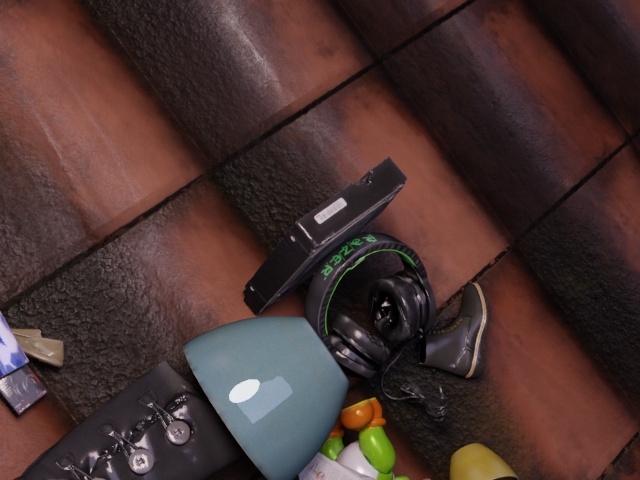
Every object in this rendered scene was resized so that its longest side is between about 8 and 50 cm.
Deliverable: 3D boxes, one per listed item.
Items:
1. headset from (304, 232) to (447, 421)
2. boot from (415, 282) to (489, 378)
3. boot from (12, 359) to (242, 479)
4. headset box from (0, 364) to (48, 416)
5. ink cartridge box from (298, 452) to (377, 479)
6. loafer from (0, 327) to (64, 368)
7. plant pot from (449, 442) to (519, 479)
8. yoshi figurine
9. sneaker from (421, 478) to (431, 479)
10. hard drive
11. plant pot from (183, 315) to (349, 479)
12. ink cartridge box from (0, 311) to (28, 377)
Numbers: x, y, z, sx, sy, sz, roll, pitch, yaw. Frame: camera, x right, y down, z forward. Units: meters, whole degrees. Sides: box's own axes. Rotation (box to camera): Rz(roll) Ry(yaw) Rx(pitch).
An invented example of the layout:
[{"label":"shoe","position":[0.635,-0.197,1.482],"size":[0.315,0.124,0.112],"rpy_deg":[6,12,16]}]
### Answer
[{"label":"headset","position":[0.124,0.171,1.831],"size":[0.243,0.185,0.394],"rpy_deg":[-37,130,-16]},{"label":"boot","position":[0.266,0.173,2.030],"size":[0.137,0.077,0.197],"rpy_deg":[12,67,-18]},{"label":"boot","position":[-0.297,0.448,1.577],"size":[0.445,0.146,0.367],"rpy_deg":[-34,84,-40]},{"label":"headset box","position":[-0.500,0.238,1.641],"size":[0.062,0.032,0.083],"rpy_deg":[-40,95,-31]},{"label":"ink cartridge box","position":[0.022,0.477,1.707],"size":[0.066,0.232,0.189],"rpy_deg":[23,92,-48]},{"label":"loafer","position":[-0.493,0.168,1.658],"size":[0.148,0.056,0.050],"rpy_deg":[29,60,-25]},{"label":"plant pot","position":[0.303,0.451,1.932],"size":[0.134,0.134,0.095],"rpy_deg":[-3,50,-28]},{"label":"yoshi figurine","position":[0.071,0.478,1.770],"size":[0.203,0.203,0.362],"rpy_deg":[-18,84,-14]},{"label":"sneaker","position":[0.202,0.518,1.900],"size":[0.057,0.047,0.119],"rpy_deg":[36,62,-25]},{"label":"hard drive","position":[0.000,0.000,1.792],"size":[0.237,0.339,0.064],"rpy_deg":[-36,84,-32]},{"label":"plant pot","position":[-0.069,0.238,1.675],"size":[0.195,0.290,0.290],"rpy_deg":[-35,91,-3]},{"label":"ink cartridge box","position":[-0.637,0.199,1.534],"size":[0.333,0.065,0.165],"rpy_deg":[-31,88,-21]}]
